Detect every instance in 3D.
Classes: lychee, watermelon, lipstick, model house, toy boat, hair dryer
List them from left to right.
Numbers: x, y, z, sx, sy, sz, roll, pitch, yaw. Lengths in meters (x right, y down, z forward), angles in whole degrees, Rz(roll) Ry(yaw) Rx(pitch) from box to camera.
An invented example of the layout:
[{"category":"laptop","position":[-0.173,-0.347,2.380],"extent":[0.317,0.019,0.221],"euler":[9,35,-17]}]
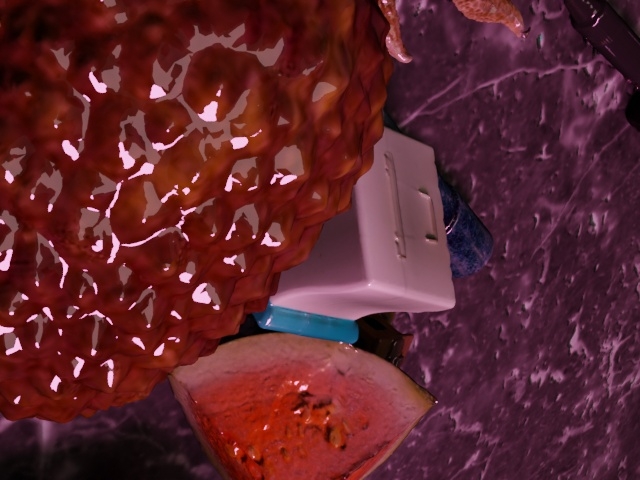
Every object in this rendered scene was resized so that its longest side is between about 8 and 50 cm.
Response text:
[{"category":"lychee","position":[-0.089,-0.058,0.445],"extent":[0.236,0.236,0.271],"euler":[19,92,-48]},{"category":"watermelon","position":[-0.031,0.135,0.780],"extent":[0.193,0.145,0.137],"euler":[-49,166,23]},{"category":"model house","position":[0.000,0.000,0.708],"extent":[0.100,0.149,0.127],"euler":[17,61,-50]},{"category":"toy boat","position":[0.034,0.086,0.836],"extent":[0.064,0.072,0.206],"euler":[-2,117,-42]},{"category":"lipstick","position":[0.066,-0.053,0.794],"extent":[0.053,0.053,0.234],"euler":[-48,135,-7]},{"category":"hair dryer","position":[0.285,-0.171,0.917],"extent":[0.248,0.070,0.114],"euler":[29,96,-41]}]

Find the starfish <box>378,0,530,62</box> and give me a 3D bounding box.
[{"category":"starfish","position":[0.091,-0.236,0.675],"extent":[0.235,0.062,0.277],"euler":[-55,138,-1]}]
